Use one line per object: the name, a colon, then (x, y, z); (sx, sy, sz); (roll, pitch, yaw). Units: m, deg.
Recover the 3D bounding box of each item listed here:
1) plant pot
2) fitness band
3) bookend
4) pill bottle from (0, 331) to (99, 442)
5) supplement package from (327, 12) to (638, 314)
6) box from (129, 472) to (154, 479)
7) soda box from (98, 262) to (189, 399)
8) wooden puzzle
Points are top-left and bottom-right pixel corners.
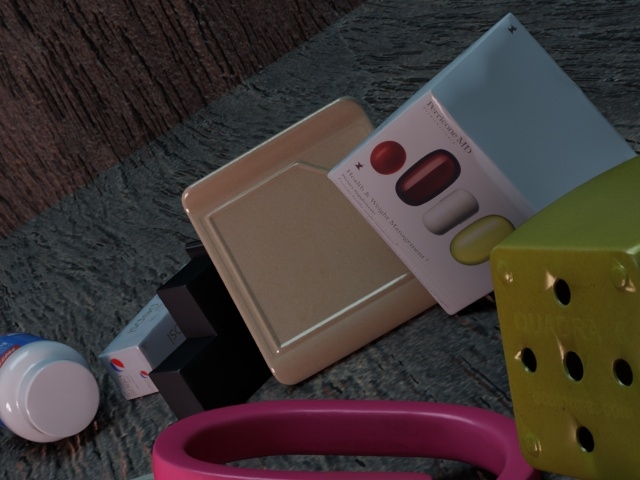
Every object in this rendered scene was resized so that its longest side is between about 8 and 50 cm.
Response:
plant pot: (0.226, 0.056, 0.915); (0.187, 0.212, 0.212); (-14, 7, -27)
fitness band: (0.019, 0.171, 1.122); (0.290, 0.054, 0.209); (1, 10, 10)
bookend: (-0.132, 0.105, 1.614); (0.072, 0.156, 0.157); (-11, 27, 50)
pill bottle: (-0.349, 0.180, 1.837); (0.124, 0.124, 0.221); (-38, 17, -22)
supplement package: (0.155, -0.069, 1.456); (0.149, 0.194, 0.203); (-44, 3, -35)
box: (-0.219, 0.290, 1.156); (0.311, 0.121, 0.148); (-18, 14, -8)
soda box: (-0.179, 0.104, 1.860); (0.074, 0.069, 0.216); (-18, 22, 37)
wooden puzzle: (0.000, 0.000, 1.576); (0.221, 0.239, 0.044); (-30, -10, 4)
